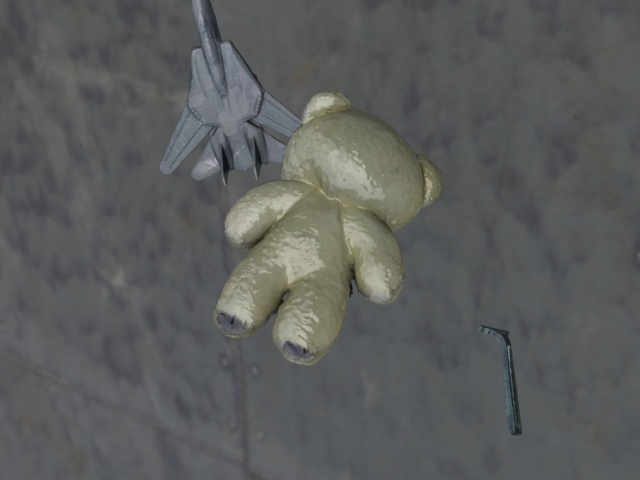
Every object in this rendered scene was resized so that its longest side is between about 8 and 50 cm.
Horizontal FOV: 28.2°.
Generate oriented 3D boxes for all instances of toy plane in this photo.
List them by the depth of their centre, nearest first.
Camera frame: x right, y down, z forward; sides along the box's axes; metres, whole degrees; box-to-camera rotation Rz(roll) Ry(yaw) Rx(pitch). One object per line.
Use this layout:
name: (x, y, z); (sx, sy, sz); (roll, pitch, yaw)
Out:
toy plane: (-0.123, -0.204, 1.589); (0.212, 0.088, 0.267); (-10, 112, 8)

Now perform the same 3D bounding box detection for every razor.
razor: (0.301, 0.222, 2.057); (0.033, 0.066, 0.190); (-37, 49, 43)

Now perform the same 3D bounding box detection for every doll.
doll: (-0.004, -0.002, 1.298); (0.175, 0.278, 0.149); (36, 154, -12)
